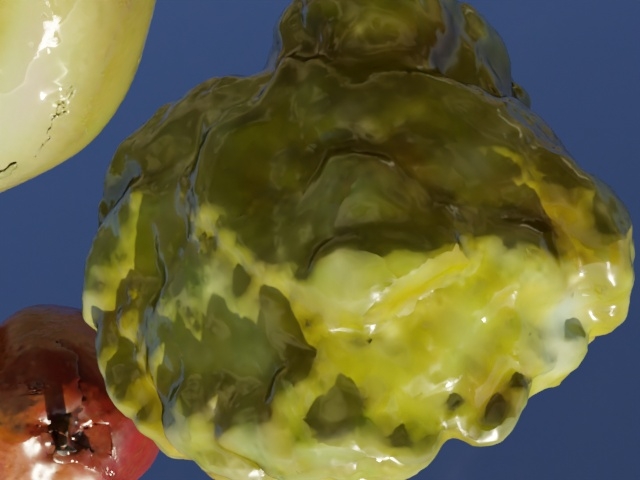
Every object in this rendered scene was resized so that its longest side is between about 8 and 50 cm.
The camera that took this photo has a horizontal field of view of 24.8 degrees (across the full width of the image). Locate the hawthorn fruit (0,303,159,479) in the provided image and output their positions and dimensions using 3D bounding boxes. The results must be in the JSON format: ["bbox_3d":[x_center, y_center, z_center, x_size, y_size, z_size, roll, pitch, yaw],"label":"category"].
[{"bbox_3d":[-0.249,0.172,1.412,0.211,0.211,0.299,-31,-169,-2],"label":"hawthorn fruit"}]

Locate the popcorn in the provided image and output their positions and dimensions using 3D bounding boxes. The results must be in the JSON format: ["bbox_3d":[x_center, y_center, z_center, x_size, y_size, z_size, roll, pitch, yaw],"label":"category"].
[{"bbox_3d":[-0.001,0.003,0.914,0.334,0.293,0.292,-36,-81,10],"label":"popcorn"}]

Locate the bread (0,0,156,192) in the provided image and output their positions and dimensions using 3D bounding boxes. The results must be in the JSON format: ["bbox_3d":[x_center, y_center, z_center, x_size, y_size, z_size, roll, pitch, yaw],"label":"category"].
[{"bbox_3d":[-0.148,-0.131,0.698,0.156,0.261,0.158,29,-152,0],"label":"bread"}]
